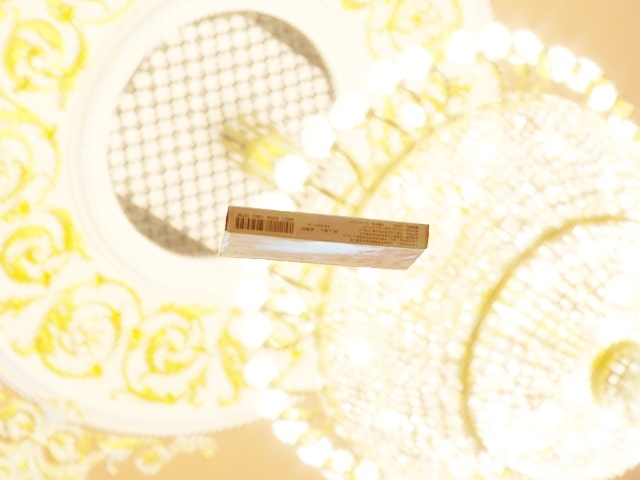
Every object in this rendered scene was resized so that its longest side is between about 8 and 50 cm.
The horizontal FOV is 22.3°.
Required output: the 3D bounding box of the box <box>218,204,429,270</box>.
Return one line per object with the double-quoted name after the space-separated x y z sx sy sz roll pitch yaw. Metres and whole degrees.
0.000 0.000 0.756 0.093 0.058 0.015 5 -101 -5 "box"
